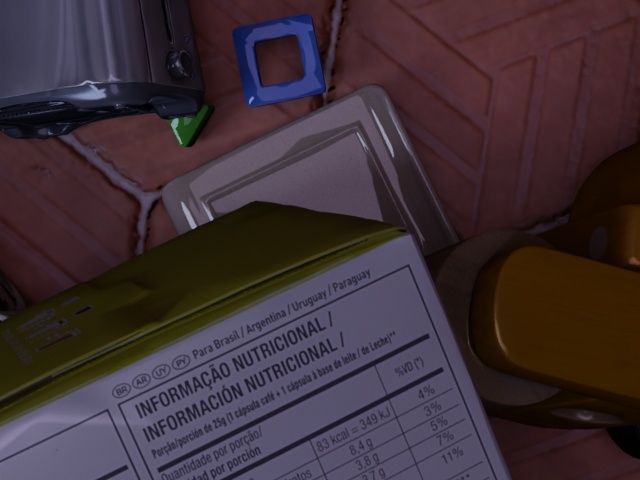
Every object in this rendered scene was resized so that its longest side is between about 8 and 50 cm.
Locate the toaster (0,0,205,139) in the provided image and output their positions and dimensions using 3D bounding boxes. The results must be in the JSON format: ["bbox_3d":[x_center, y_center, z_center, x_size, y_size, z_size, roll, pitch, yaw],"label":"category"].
[{"bbox_3d":[-0.196,-0.156,1.100,0.227,0.129,0.146,-6,87,30],"label":"toaster"}]

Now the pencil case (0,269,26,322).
[{"bbox_3d":[-0.390,0.165,1.103,0.183,0.160,0.410,36,92,36],"label":"pencil case"}]

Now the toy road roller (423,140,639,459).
[{"bbox_3d":[0.210,0.020,1.048,0.330,0.202,0.240,12,76,-18],"label":"toy road roller"}]

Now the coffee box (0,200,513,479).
[{"bbox_3d":[-0.083,0.194,0.926,0.338,0.337,0.334,-26,100,-14],"label":"coffee box"}]

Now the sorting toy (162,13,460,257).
[{"bbox_3d":[0.000,0.000,1.149,0.196,0.047,0.347,-26,90,6],"label":"sorting toy"}]
